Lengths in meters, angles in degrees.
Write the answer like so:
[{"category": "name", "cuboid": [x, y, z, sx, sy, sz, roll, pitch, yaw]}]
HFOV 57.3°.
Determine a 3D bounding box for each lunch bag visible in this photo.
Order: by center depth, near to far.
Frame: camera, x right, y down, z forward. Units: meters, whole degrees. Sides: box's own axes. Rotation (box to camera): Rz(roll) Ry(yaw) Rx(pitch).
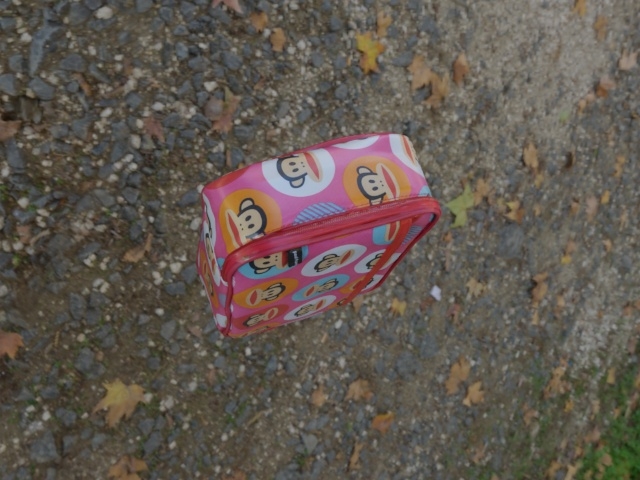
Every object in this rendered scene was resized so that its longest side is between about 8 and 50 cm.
[{"category": "lunch bag", "cuboid": [0.000, 0.000, 0.648, 0.258, 0.293, 0.120, -16, 72, -18]}]
